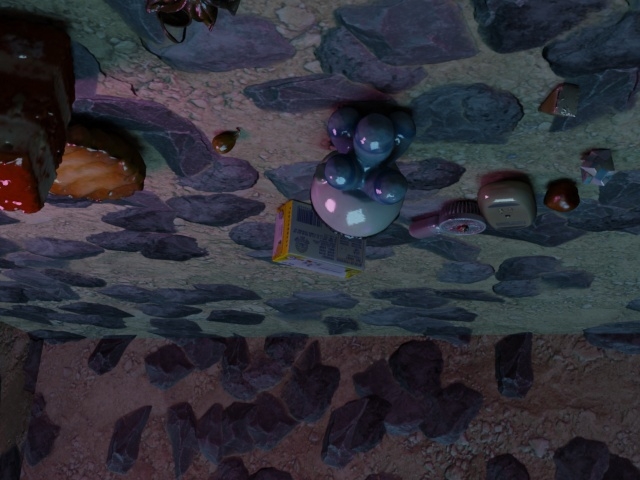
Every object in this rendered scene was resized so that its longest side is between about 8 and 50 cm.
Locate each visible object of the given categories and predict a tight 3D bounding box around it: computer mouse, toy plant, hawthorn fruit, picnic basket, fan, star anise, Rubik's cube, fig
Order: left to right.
[{"bbox_3d":[-0.261,-0.391,1.437,0.072,0.083,0.072,2,160,1],"label":"picnic basket"},{"bbox_3d":[-0.223,-0.435,1.309,0.214,0.099,0.220,27,157,-21],"label":"star anise"},{"bbox_3d":[-0.219,-0.237,1.917,0.083,0.050,0.050,-32,144,27],"label":"fig"},{"bbox_3d":[0.104,-0.168,1.802,0.247,0.247,0.332,5,158,-5],"label":"toy plant"},{"bbox_3d":[0.355,-0.047,2.294,0.130,0.074,0.244,20,155,-39],"label":"fan"},{"bbox_3d":[0.488,-0.098,2.120,0.145,0.082,0.236,-6,160,21],"label":"computer mouse"},{"bbox_3d":[0.613,-0.108,2.084,0.081,0.081,0.093,19,155,-37],"label":"hawthorn fruit"},{"bbox_3d":[0.645,-0.169,1.910,0.073,0.084,0.075,-2,143,2],"label":"Rubik's cube"}]

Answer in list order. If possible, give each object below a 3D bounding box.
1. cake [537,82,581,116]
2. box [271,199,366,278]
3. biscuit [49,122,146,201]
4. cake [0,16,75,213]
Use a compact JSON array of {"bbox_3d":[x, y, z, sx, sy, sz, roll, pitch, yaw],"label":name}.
[{"bbox_3d":[0.490,-0.273,1.689,0.052,0.065,0.121,9,166,-7],"label":"cake"},{"bbox_3d":[0.000,0.000,2.350,0.265,0.168,0.097,13,161,-28],"label":"box"},{"bbox_3d":[-0.591,-0.196,1.995,0.326,0.107,0.326,0,158,0],"label":"biscuit"},{"bbox_3d":[-0.630,-0.244,1.555,0.269,0.319,0.270,8,160,-10],"label":"cake"}]
